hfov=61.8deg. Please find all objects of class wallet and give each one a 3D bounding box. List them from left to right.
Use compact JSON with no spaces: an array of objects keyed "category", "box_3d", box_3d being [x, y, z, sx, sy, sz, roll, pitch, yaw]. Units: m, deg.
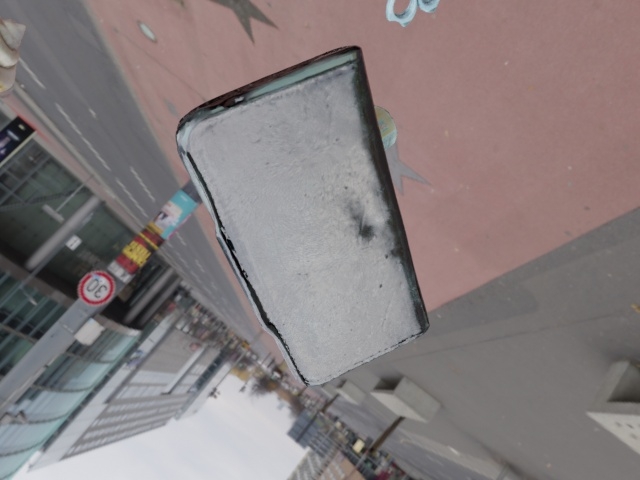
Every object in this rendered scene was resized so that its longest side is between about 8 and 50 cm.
[{"category":"wallet","box_3d":[0.000,0.000,0.506,0.045,0.173,0.317,54,168,57]}]

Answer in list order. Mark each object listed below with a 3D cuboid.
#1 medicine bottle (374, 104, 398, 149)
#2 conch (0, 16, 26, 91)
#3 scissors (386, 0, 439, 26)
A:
[{"category":"medicine bottle","box_3d":[0.005,-0.097,0.670,0.074,0.218,0.073,34,144,29]},{"category":"conch","box_3d":[-0.545,-0.255,0.763,0.127,0.255,0.158,43,165,30]},{"category":"scissors","box_3d":[0.236,-0.738,1.394,0.029,0.191,0.360,59,176,39]}]
